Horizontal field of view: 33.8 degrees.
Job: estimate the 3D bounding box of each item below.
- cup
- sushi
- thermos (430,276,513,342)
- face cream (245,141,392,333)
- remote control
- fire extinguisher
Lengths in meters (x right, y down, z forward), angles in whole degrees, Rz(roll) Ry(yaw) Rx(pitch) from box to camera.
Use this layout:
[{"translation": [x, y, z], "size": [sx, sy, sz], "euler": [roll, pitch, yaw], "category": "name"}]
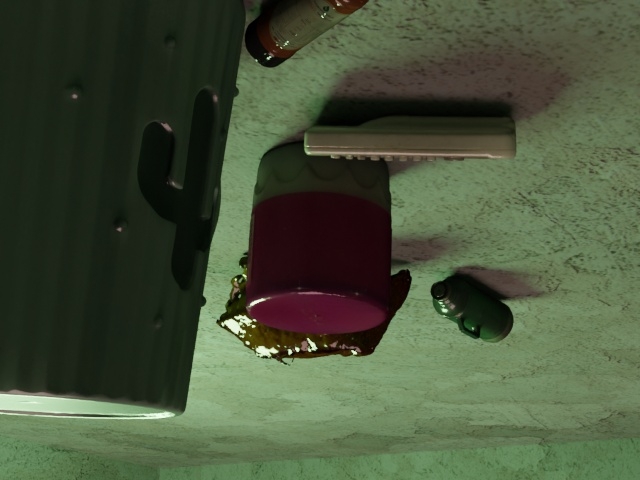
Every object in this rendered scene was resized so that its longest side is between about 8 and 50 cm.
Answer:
[{"translation": [-0.198, -0.046, 0.929], "size": [0.400, 0.392, 0.310], "euler": [13, 164, -39], "category": "cup"}, {"translation": [-0.020, 0.103, 1.648], "size": [0.296, 0.179, 0.166], "euler": [-8, 174, 34], "category": "sushi"}, {"translation": [0.238, 0.113, 1.719], "size": [0.073, 0.083, 0.187], "euler": [15, 171, 42], "category": "thermos"}, {"translation": [0.000, 0.000, 1.281], "size": [0.175, 0.195, 0.175], "euler": [2, 158, 1], "category": "face cream"}, {"translation": [0.098, -0.113, 1.160], "size": [0.230, 0.049, 0.090], "euler": [1, -171, 4], "category": "remote control"}, {"translation": [0.002, -0.206, 0.931], "size": [0.062, 0.050, 0.177], "euler": [36, 147, -24], "category": "fire extinguisher"}]
